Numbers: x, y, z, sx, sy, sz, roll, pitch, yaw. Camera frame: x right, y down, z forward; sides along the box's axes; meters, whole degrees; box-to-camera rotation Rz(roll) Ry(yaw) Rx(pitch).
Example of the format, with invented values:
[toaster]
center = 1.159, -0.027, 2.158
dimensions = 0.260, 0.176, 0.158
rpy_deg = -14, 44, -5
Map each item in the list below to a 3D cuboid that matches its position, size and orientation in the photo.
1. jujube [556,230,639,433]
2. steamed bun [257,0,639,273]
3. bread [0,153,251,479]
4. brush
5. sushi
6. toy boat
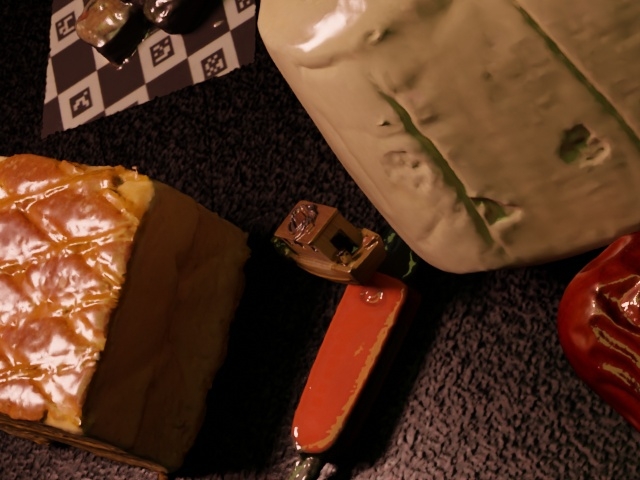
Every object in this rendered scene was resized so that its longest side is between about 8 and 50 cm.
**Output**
[jujube]
center = 0.301, 0.099, 1.338
dimensions = 0.155, 0.155, 0.230
rpy_deg = -42, 62, 11
[steamed bun]
center = 0.200, -0.213, 1.399
dimensions = 0.456, 0.371, 0.290
rpy_deg = -22, 35, 23
[bread]
center = -0.251, 0.074, 1.686
dimensions = 0.279, 0.207, 0.279
rpy_deg = 10, 74, 38
[brush]
center = 0.027, 0.133, 1.573
dimensions = 0.070, 0.051, 0.323
rpy_deg = 20, 78, 32
[sushi]
center = -0.224, -0.323, 1.938
dimensions = 0.320, 0.069, 0.339
rpy_deg = -14, 62, 29
[toy boat]
center = 0.000, 0.000, 1.595
dimensions = 0.057, 0.077, 0.200
rpy_deg = -53, 20, -9
